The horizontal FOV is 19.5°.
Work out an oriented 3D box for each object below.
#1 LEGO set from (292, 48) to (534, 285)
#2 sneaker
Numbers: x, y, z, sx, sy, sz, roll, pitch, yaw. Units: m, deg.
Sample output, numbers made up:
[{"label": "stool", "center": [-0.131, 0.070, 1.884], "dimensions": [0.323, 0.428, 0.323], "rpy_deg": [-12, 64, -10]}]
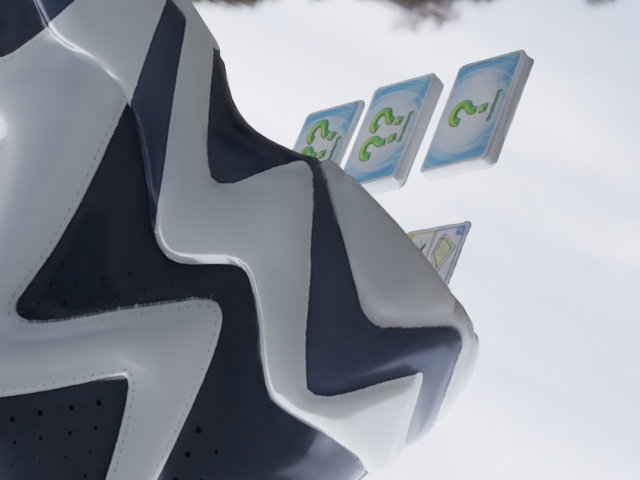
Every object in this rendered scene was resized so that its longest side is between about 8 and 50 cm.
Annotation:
[{"label": "LEGO set", "center": [0.000, 0.000, 1.002], "dimensions": [0.182, 0.244, 0.060], "rpy_deg": [-10, 138, 46]}, {"label": "sneaker", "center": [-0.091, -0.004, 0.464], "dimensions": [0.235, 0.153, 0.094], "rpy_deg": [48, 171, 5]}]
